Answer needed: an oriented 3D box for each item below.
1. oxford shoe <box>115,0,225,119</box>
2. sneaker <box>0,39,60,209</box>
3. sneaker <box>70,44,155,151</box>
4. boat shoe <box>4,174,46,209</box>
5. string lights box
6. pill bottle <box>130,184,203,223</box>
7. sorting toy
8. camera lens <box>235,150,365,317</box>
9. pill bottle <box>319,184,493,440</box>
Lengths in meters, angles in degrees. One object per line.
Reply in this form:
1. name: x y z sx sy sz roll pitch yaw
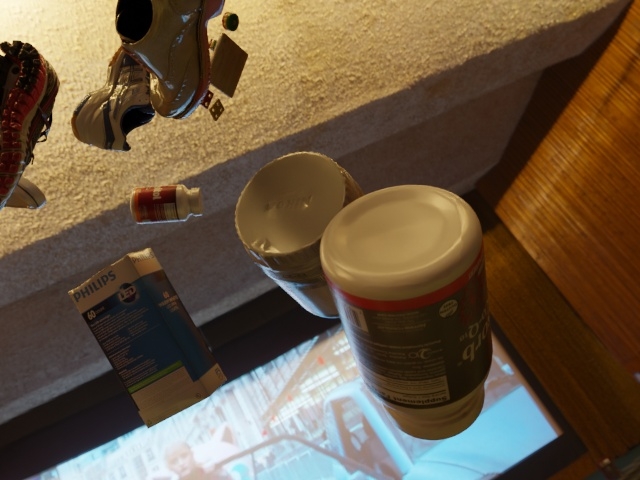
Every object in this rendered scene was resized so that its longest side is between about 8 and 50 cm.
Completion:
1. oxford shoe: -0.257 -0.325 0.836 0.146 0.140 0.397 -27 -16 -29
2. sneaker: -0.517 -0.176 0.893 0.112 0.120 0.299 88 -160 -81
3. sneaker: -0.400 -0.312 1.137 0.112 0.131 0.296 107 -175 -70
4. boat shoe: -0.703 -0.101 1.124 0.095 0.258 0.084 81 -151 -46
5. string lights box: -0.284 0.159 0.874 0.133 0.260 0.077 -29 0 15
6. pill bottle: -0.353 -0.085 1.224 0.152 0.086 0.086 -4 -27 -5
7. sorting toy: -0.272 -0.471 1.446 0.132 0.046 0.275 17 -86 -67
8. camera lens: 0.000 0.000 0.948 0.219 0.219 0.274 -34 -36 4
9. pill bottle: 0.140 0.119 0.775 0.210 0.210 0.363 -28 -51 -11
